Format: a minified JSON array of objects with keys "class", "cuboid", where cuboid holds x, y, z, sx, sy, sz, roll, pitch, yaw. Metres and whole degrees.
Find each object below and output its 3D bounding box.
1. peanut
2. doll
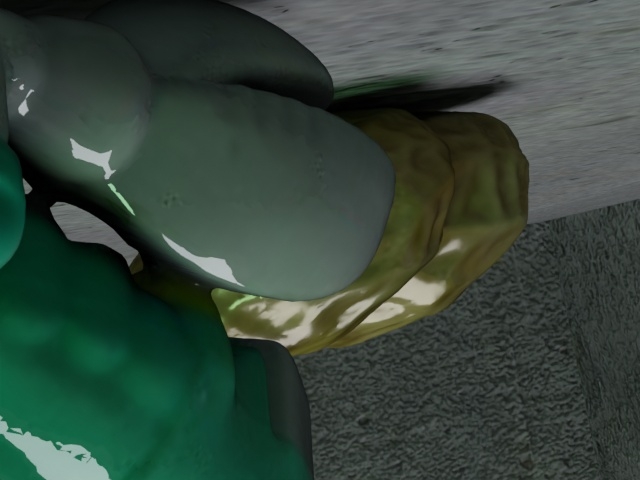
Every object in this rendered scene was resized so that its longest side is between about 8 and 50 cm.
[{"class":"peanut","cuboid":[0.000,0.000,0.819,0.197,0.110,0.233,-23,172,23]},{"class":"doll","cuboid":[-0.077,0.002,0.435,0.195,0.153,0.258,-1,153,1]}]
